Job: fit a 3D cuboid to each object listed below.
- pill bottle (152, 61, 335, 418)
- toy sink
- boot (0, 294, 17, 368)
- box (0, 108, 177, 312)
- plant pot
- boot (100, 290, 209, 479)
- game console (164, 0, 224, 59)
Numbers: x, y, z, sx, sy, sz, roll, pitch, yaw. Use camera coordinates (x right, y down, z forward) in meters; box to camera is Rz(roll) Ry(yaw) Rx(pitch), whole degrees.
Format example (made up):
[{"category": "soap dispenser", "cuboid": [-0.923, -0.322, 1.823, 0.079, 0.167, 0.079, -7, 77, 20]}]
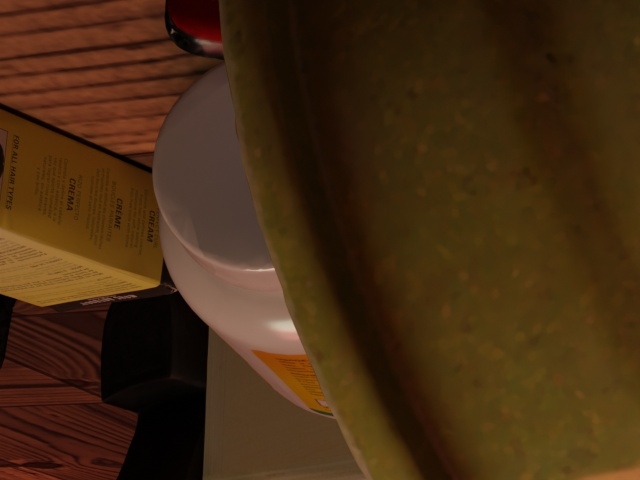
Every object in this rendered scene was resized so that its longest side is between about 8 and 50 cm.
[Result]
[{"category": "pill bottle", "cuboid": [0.000, 0.000, 0.753, 0.117, 0.117, 0.208, -1, 163, 13]}, {"category": "toy sink", "cuboid": [0.073, 0.075, 0.958, 0.234, 0.131, 0.153, -14, 157, 41]}, {"category": "boot", "cuboid": [-0.246, 0.011, 0.867, 0.207, 0.094, 0.246, 13, 168, -17]}, {"category": "box", "cuboid": [-0.168, -0.025, 0.806, 0.087, 0.058, 0.232, -10, 159, 38]}, {"category": "plant pot", "cuboid": [0.162, -0.049, 0.378, 0.254, 0.276, 0.276, -24, 150, 34]}, {"category": "boot", "cuboid": [-0.018, 0.174, 1.082, 0.096, 0.264, 0.280, -22, 149, 37]}, {"category": "game console", "cuboid": [0.018, -0.070, 0.586, 0.144, 0.124, 0.085, 6, 136, -9]}]
